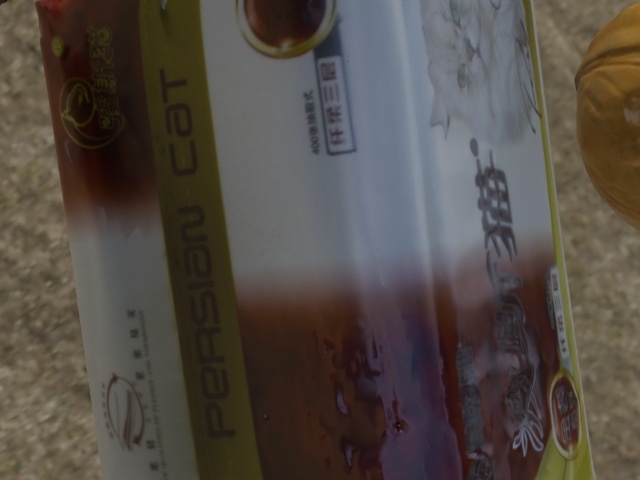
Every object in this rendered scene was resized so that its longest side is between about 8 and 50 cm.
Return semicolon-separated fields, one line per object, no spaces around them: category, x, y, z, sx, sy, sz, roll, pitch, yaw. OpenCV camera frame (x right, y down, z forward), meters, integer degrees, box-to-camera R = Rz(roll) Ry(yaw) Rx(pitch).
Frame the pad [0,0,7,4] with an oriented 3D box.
pad;-0.079;-0.224;0.635;0.159;0.265;0.009;58;25;-3

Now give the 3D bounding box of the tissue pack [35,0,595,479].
tissue pack;0.000;0.000;0.417;0.099;0.106;0.148;-10;92;-59

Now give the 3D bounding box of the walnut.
walnut;0.228;-0.061;0.902;0.144;0.180;0.144;3;90;-75
